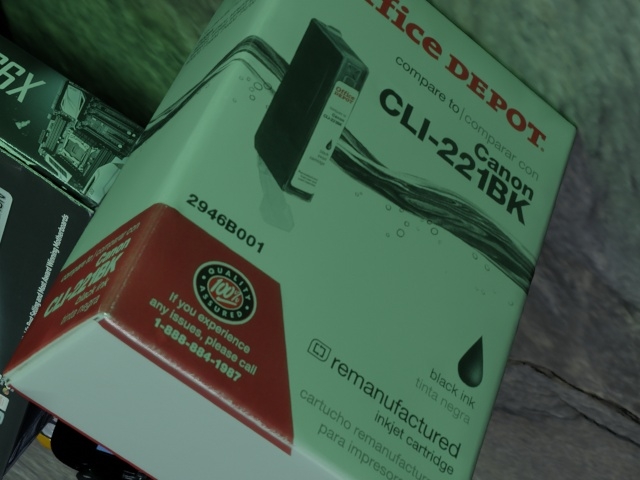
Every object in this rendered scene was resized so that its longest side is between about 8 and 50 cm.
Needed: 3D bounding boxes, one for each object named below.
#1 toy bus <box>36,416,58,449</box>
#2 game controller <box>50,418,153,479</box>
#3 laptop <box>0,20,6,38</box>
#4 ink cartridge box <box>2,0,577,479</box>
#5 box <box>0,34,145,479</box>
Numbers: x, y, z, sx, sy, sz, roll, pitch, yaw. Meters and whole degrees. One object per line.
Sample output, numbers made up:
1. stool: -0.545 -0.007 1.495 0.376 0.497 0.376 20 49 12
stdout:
1. toy bus: -0.260 0.045 1.044 0.130 0.108 0.333 12 146 19
2. game controller: -0.094 0.123 0.908 0.166 0.067 0.319 27 148 -4
3. laptop: -0.424 -0.250 0.817 0.407 0.236 0.382 -7 145 -3
4. ink cartridge box: 0.000 0.000 0.656 0.197 0.273 0.114 37 142 -18
5. box: -0.253 -0.011 0.810 0.242 0.076 0.307 33 136 3
